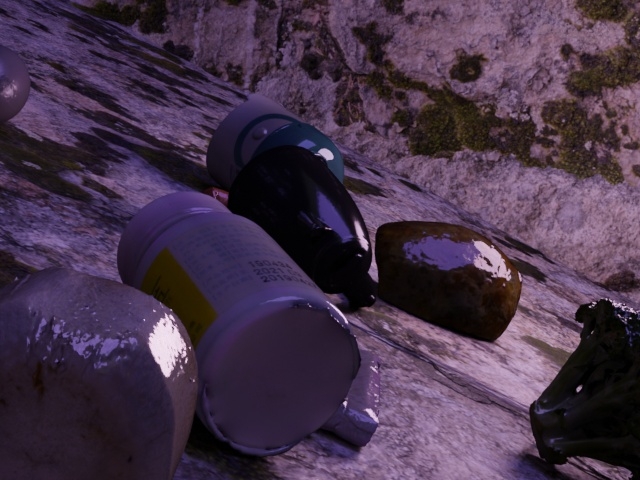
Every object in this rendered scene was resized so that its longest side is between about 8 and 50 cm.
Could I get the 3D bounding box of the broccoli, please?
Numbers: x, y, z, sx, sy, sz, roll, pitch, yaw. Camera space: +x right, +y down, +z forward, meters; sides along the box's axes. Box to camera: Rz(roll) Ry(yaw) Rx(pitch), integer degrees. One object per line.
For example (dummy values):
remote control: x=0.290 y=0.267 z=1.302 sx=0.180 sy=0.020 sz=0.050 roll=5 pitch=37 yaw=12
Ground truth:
broccoli: x=0.466 y=0.261 z=1.948 sx=0.304 sy=0.283 sz=0.321 roll=75 pitch=-2 yaw=-55

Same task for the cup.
cup: x=-0.077 y=-0.140 z=2.648 sx=0.257 sy=0.219 sz=0.290 roll=37 pitch=-15 yaw=39

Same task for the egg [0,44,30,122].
egg: x=-0.612 y=-0.287 z=2.314 sx=0.146 sy=0.146 sz=0.199 roll=23 pitch=20 yaw=-10

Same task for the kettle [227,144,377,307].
kettle: x=0.000 y=0.000 z=2.277 sx=0.290 sy=0.207 sz=0.268 roll=45 pitch=-4 yaw=42

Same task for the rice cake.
rice cake: x=0.034 y=0.208 z=1.783 sx=0.106 sy=0.050 sz=0.298 roll=25 pitch=12 yaw=-2

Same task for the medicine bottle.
medicine bottle: x=-0.119 y=0.089 z=1.607 sx=0.213 sy=0.213 sz=0.378 roll=17 pitch=15 yaw=-32

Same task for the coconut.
coconut: x=-0.234 y=0.144 z=1.146 sx=0.245 sy=0.245 sz=0.247 roll=24 pitch=12 yaw=-6

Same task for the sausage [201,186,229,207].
sausage: x=-0.167 y=-0.056 z=2.422 sx=0.169 sy=0.065 sz=0.065 roll=25 pitch=13 yaw=-12

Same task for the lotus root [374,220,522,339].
lotus root: x=0.252 y=0.073 z=2.474 sx=0.314 sy=0.210 sz=0.142 roll=11 pitch=3 yaw=-4
